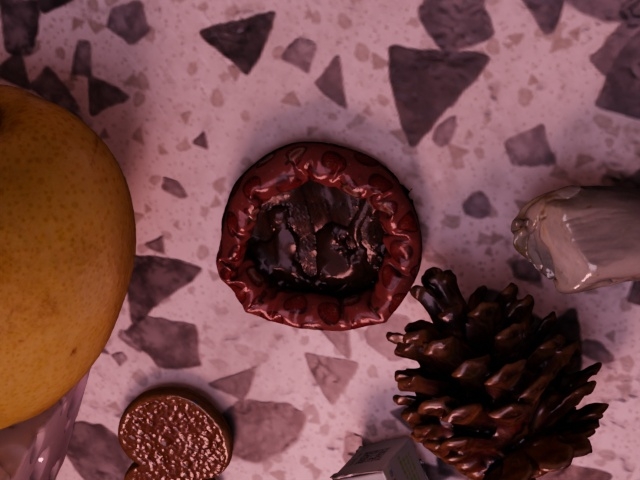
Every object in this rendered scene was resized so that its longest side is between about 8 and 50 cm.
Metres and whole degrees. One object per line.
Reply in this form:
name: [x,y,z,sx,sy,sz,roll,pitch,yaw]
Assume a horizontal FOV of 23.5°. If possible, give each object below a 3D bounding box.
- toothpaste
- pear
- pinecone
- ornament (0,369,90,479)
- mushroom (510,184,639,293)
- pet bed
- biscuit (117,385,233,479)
toothpaste: [0.107,0.365,1.531,0.067,0.081,0.337,-15,101,30]
pear: [-0.315,0.010,1.376,0.314,0.314,0.314,6,119,12]
pinecone: [0.148,0.125,1.377,0.212,0.168,0.185,48,160,-6]
ornament: [-0.400,0.220,1.539,0.239,0.240,0.240,22,121,4]
mushroom: [0.302,0.004,1.320,0.278,0.096,0.099,7,120,7]
pet bed: [0.000,0.000,1.423,0.201,0.053,0.201,4,117,7]
biscuit: [-0.152,0.225,1.598,0.124,0.026,0.175,13,119,10]
